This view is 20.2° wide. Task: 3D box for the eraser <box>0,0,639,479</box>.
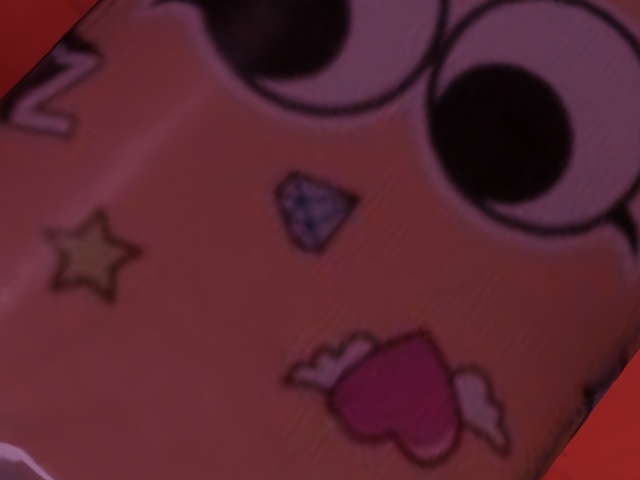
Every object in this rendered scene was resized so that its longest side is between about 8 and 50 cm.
[{"bbox_3d":[0.000,0.000,0.488,0.171,0.087,0.290,41,71,1],"label":"eraser"}]
